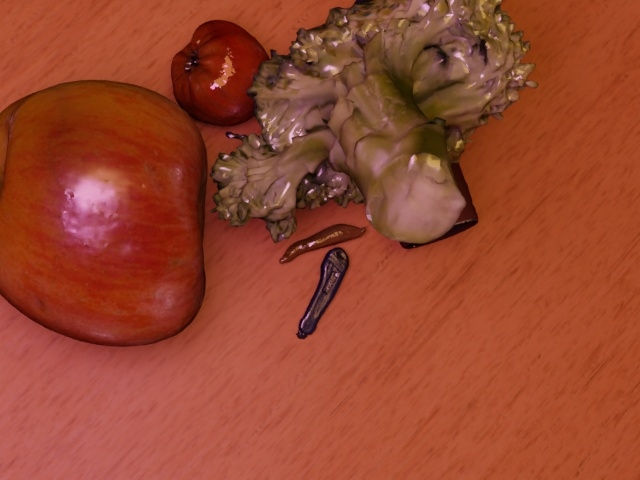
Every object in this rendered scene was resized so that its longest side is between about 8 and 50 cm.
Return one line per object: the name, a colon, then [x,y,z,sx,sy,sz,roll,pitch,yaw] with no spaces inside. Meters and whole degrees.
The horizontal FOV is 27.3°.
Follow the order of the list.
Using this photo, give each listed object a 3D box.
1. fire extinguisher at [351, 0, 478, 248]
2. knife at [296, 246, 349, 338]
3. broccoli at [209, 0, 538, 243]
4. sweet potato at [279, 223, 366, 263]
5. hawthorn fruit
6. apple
fire extinguisher: [0.102,-0.168,1.621,0.138,0.102,0.344,-10,78,-45]
knife: [0.001,0.064,1.590,0.031,0.018,0.121,29,76,-11]
broccoli: [0.092,-0.145,1.372,0.275,0.397,0.353,23,80,-17]
sweet potato: [0.000,0.000,1.599,0.115,0.026,0.026,-19,83,-10]
hawthorn fruit: [-0.109,-0.195,1.567,0.140,0.125,0.125,23,76,-4]
apple: [-0.256,-0.034,1.428,0.301,0.301,0.301,2,79,-10]
